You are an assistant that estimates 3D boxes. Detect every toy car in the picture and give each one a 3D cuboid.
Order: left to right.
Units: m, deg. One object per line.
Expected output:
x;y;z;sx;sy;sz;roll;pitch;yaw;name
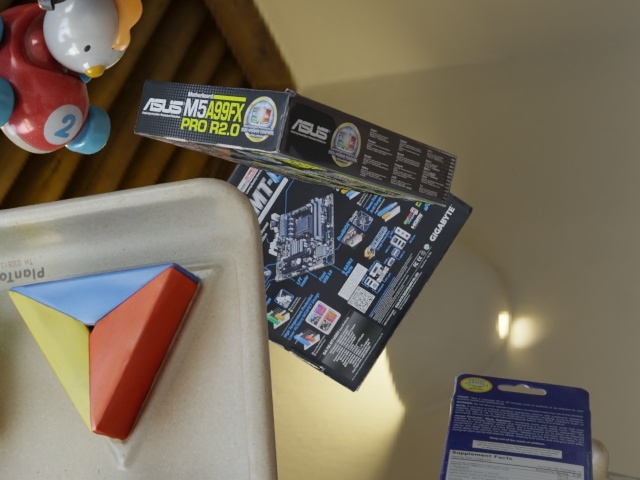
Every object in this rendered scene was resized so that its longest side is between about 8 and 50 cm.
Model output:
-0.330;-0.248;1.460;0.219;0.238;0.210;11;-118;-56;toy car

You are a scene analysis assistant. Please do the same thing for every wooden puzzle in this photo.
-0.187;0.148;0.657;0.080;0.322;0.348;40;-137;-73;wooden puzzle

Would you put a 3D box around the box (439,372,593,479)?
0.181;0.206;1.005;0.225;0.136;0.036;-67;-20;-58;box

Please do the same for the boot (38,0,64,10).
-0.308;-0.440;1.353;0.263;0.091;0.229;-57;-35;-35;boot

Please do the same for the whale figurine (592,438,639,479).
0.278;0.300;1.160;0.272;0.141;0.216;-16;-72;-22;whale figurine

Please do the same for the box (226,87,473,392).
0.000;0.000;1.440;0.295;0.293;0.073;-58;3;3;box

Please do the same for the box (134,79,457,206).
-0.022;-0.100;1.139;0.270;0.216;0.060;13;-91;-47;box
